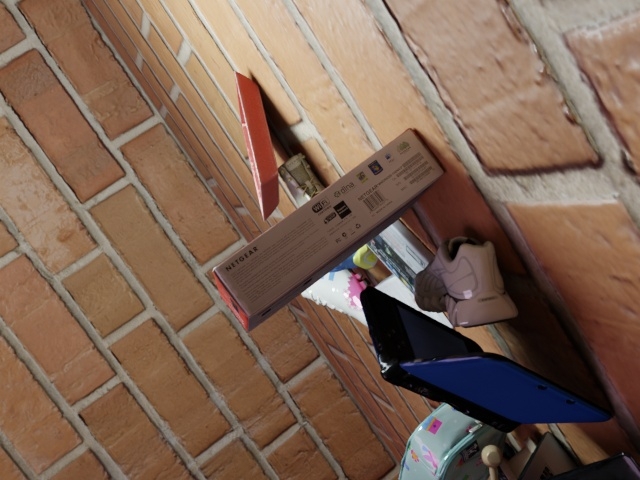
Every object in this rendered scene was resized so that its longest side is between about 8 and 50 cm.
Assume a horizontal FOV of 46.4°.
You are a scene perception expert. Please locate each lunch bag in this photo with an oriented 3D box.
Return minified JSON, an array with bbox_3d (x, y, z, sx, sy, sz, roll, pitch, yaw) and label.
[{"bbox_3d":[0.267,0.405,1.436,0.108,0.224,0.279,43,145,34],"label":"lunch bag"}]

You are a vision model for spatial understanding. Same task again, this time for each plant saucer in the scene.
[{"bbox_3d":[-0.133,-0.201,1.626,0.258,0.048,0.259,99,159,-74],"label":"plant saucer"}]

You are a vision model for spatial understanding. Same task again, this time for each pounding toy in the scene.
[{"bbox_3d":[0.378,0.465,1.347,0.269,0.155,0.154,48,-175,3],"label":"pounding toy"}]

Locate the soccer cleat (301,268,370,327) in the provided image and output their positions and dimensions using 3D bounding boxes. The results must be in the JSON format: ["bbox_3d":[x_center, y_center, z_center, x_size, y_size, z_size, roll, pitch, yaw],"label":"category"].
[{"bbox_3d":[0.040,0.117,1.698,0.116,0.143,0.331,43,-173,-43],"label":"soccer cleat"}]

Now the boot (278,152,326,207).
[{"bbox_3d":[-0.018,-0.103,1.569,0.165,0.077,0.213,59,169,-12],"label":"boot"}]

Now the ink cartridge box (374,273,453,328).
[{"bbox_3d":[0.193,0.126,1.512,0.145,0.045,0.179,55,150,2],"label":"ink cartridge box"}]

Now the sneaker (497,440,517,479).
[{"bbox_3d":[0.414,0.483,1.539,0.217,0.079,0.121,48,164,-2],"label":"sneaker"}]

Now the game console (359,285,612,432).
[{"bbox_3d":[0.232,0.163,1.084,0.293,0.173,0.250,29,-151,-34],"label":"game console"}]

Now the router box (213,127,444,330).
[{"bbox_3d":[0.000,0.000,1.126,0.082,0.335,0.301,53,168,5],"label":"router box"}]

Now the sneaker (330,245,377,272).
[{"bbox_3d":[0.015,0.011,1.595,0.240,0.126,0.091,17,115,61],"label":"sneaker"}]

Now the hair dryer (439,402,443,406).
[{"bbox_3d":[0.328,0.409,1.727,0.223,0.080,0.293,-114,3,-55],"label":"hair dryer"}]

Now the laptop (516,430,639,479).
[{"bbox_3d":[0.489,0.440,1.056,0.382,0.236,0.408,52,-154,12],"label":"laptop"}]

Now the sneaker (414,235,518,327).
[{"bbox_3d":[0.203,0.050,1.098,0.292,0.110,0.118,-174,73,-82],"label":"sneaker"}]

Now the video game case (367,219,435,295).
[{"bbox_3d":[0.143,0.018,1.375,0.190,0.022,0.173,48,163,26],"label":"video game case"}]
